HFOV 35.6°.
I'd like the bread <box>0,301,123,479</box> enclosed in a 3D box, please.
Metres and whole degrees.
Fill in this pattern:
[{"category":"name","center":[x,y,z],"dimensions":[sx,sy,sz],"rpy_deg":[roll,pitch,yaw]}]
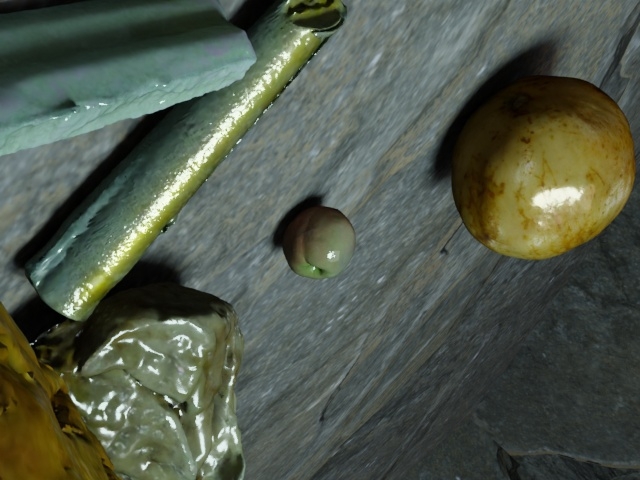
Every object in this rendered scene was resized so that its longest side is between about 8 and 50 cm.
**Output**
[{"category":"bread","center":[-0.212,0.164,0.546],"dimensions":[0.215,0.398,0.398],"rpy_deg":[-31,156,-16]}]

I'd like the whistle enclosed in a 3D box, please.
[{"category":"whistle","center":[-0.098,-0.076,0.765],"dimensions":[0.326,0.057,0.068],"rpy_deg":[-48,161,1]}]

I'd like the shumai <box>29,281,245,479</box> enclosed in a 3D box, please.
[{"category":"shumai","center":[-0.130,0.141,0.880],"dimensions":[0.184,0.185,0.218],"rpy_deg":[-36,171,-9]}]

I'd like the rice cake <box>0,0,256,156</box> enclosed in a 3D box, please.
[{"category":"rice cake","center":[-0.135,-0.107,0.597],"dimensions":[0.226,0.085,0.040],"rpy_deg":[-26,159,-45]}]

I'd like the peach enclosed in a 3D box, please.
[{"category":"peach","center":[-0.001,0.001,1.080],"dimensions":[0.083,0.083,0.083],"rpy_deg":[-40,159,-19]}]

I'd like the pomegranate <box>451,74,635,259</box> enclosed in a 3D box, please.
[{"category":"pomegranate","center":[0.280,-0.091,1.269],"dimensions":[0.248,0.248,0.248],"rpy_deg":[-40,159,-19]}]
